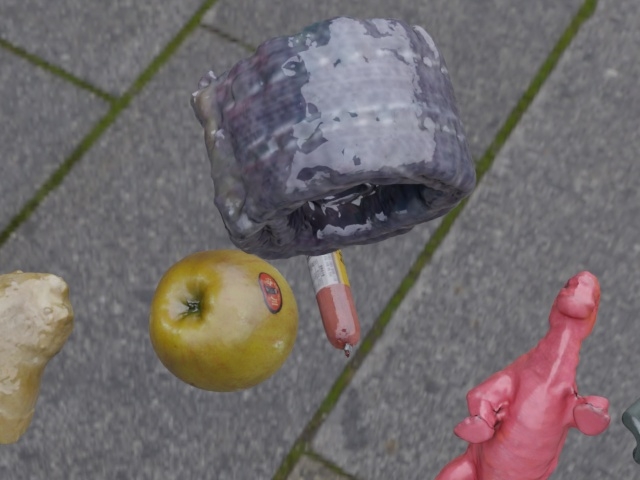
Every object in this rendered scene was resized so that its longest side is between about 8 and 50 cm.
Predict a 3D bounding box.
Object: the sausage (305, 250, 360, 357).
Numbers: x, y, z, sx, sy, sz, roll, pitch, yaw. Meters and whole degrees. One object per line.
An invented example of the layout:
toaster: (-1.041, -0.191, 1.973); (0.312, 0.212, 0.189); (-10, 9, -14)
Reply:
sausage: (0.000, 0.000, 1.169); (0.029, 0.029, 0.223); (-7, 56, -10)

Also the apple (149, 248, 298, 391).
apple: (-0.117, 0.091, 1.659); (0.182, 0.155, 0.182); (-6, 76, 28)

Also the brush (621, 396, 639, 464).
brush: (0.184, 0.084, 0.759); (0.027, 0.266, 0.062); (-18, 85, 22)

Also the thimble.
thimble: (0.008, -0.055, 0.793); (0.150, 0.150, 0.098); (-10, 76, -12)

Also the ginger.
ginger: (-0.331, 0.127, 1.597); (0.122, 0.115, 0.193); (-10, 92, 17)

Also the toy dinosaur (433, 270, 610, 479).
toy dinosaur: (0.106, 0.123, 0.822); (0.070, 0.286, 0.139); (23, 33, 6)
